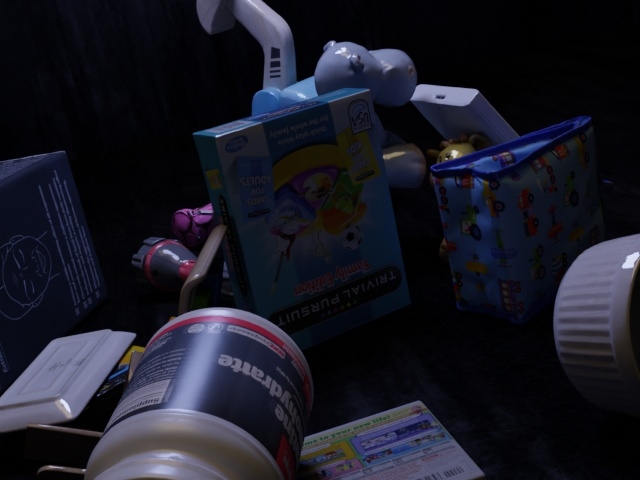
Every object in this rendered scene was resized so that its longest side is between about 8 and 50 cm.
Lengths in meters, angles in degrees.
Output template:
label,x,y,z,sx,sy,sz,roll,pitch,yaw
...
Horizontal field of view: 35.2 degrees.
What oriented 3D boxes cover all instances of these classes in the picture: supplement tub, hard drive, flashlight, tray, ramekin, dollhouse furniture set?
label,x,y,z,sx,sy,sz,roll,pitch,yaw
supplement tub,-0.115,0.207,0.982,0.191,0.191,0.272,-9,26,12
hard drive,0.303,-0.147,1.735,0.040,0.307,0.203,-50,25,-7
flashlight,-0.212,0.055,1.745,0.103,0.103,0.304,-22,18,-34
tray,-0.360,0.184,1.389,0.145,0.030,0.270,-10,17,10
ramekin,0.341,0.090,1.068,0.207,0.207,0.109,-25,12,-37
dollhouse furniture set,-0.268,0.205,1.166,0.123,0.144,0.151,10,42,-12

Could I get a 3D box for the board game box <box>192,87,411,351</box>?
label,x,y,z,sx,sy,sz,roll,pitch,yaw
board game box,-0.018,-0.025,1.457,0.254,0.336,0.079,-21,18,-26

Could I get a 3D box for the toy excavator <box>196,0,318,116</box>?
label,x,y,z,sx,sy,sz,roll,pitch,yaw
toy excavator,-0.060,-0.299,2.076,0.433,0.445,0.222,20,31,30

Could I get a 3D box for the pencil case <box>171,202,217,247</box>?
label,x,y,z,sx,sy,sz,roll,pitch,yaw
pencil case,-0.206,-0.058,2.131,0.209,0.098,0.095,-28,57,-38

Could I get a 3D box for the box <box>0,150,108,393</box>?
label,x,y,z,sx,sy,sz,roll,pitch,yaw
box,-0.562,0.050,1.682,0.212,0.293,0.395,-8,16,17

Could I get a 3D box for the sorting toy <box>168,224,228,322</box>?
label,x,y,z,sx,sy,sz,roll,pitch,yaw
sorting toy,-0.163,0.130,1.285,0.041,0.229,0.307,13,20,-1

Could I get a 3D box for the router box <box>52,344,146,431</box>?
label,x,y,z,sx,sy,sz,roll,pitch,yaw
router box,-0.307,0.206,1.413,0.133,0.046,0.179,3,23,43

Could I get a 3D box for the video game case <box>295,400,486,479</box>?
label,x,y,z,sx,sy,sz,roll,pitch,yaw
video game case,0.042,0.245,1.069,0.212,0.023,0.193,-16,17,-10

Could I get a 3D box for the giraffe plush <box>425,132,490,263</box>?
label,x,y,z,sx,sy,sz,roll,pitch,yaw
giraffe plush,0.250,-0.086,1.667,0.181,0.170,0.210,-25,16,22

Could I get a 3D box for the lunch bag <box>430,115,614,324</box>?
label,x,y,z,sx,sy,sz,roll,pitch,yaw
lunch bag,0.326,-0.042,1.463,0.293,0.220,0.138,-23,19,-31

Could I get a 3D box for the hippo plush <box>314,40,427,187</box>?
label,x,y,z,sx,sy,sz,roll,pitch,yaw
hippo plush,0.043,-0.216,1.703,0.294,0.236,0.234,-3,13,-22
